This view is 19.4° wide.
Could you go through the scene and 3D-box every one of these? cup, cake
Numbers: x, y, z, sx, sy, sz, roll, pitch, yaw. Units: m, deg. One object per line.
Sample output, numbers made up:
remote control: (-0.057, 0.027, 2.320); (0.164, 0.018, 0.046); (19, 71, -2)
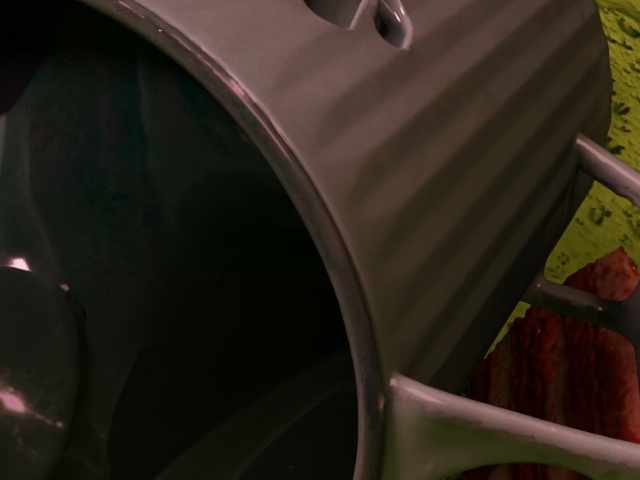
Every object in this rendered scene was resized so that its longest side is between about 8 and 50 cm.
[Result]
cup: (-0.017, 0.011, 0.872); (0.401, 0.310, 0.392); (51, 35, 0)
cake: (0.180, 0.147, 0.992); (0.160, 0.158, 0.262); (27, 39, -19)
